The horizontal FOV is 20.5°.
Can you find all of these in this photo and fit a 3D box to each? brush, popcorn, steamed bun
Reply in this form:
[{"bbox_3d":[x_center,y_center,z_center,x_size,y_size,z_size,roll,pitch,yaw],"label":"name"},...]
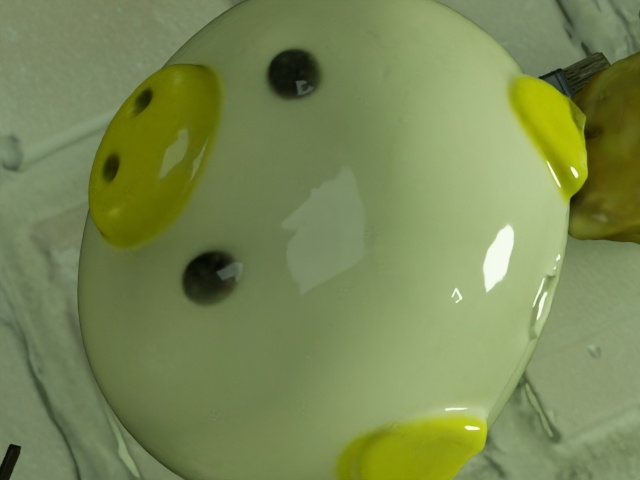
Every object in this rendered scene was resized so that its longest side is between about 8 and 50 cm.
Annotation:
[{"bbox_3d":[0.158,-0.101,1.407,0.170,0.014,0.043,-23,77,-5],"label":"brush"},{"bbox_3d":[0.294,-0.060,1.302,0.253,0.191,0.190,-20,93,4],"label":"popcorn"},{"bbox_3d":[0.003,0.002,1.225,0.334,0.334,0.374,19,79,6],"label":"steamed bun"}]

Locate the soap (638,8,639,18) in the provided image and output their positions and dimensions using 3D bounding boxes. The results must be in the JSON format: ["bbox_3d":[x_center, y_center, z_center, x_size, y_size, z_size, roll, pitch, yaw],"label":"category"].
[{"bbox_3d":[0.325,-0.176,1.381,0.149,0.100,0.056,-13,74,-4],"label":"soap"}]

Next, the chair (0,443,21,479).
[{"bbox_3d":[-0.235,0.320,1.220,0.170,0.160,0.326,25,72,8],"label":"chair"}]
